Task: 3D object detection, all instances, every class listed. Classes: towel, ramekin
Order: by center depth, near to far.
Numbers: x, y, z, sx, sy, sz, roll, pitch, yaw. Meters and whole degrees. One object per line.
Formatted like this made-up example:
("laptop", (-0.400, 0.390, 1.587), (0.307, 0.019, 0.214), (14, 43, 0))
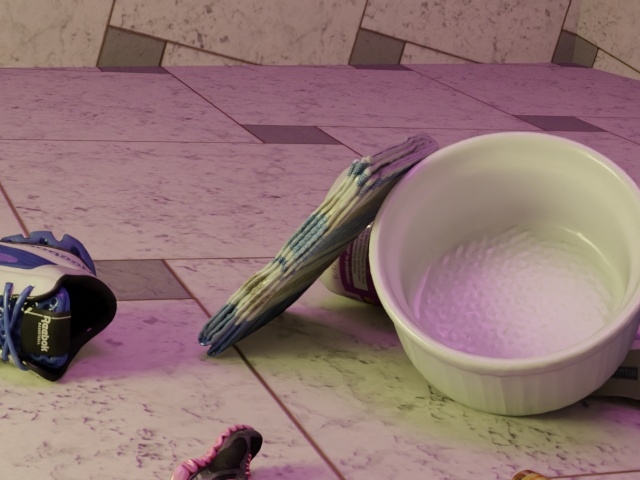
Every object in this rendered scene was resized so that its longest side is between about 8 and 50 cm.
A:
("ramekin", (0.193, 0.038, 1.397), (0.277, 0.135, 0.277), (-4, 55, 6))
("towel", (0.000, 0.000, 1.475), (0.034, 0.285, 0.209), (47, 25, 8))

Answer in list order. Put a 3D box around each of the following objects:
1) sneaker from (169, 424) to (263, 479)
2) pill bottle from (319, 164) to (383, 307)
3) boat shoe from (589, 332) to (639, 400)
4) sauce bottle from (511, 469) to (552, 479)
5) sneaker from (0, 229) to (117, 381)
("sneaker", (-0.075, 0.193, 1.154), (0.057, 0.047, 0.119), (20, 28, 23))
("pill bottle", (0.158, 0.016, 1.612), (0.302, 0.169, 0.169), (15, 18, 28))
("boat shoe", (0.336, 0.126, 1.453), (0.228, 0.079, 0.081), (7, 20, 14))
("sauce bottle", (0.205, 0.226, 1.130), (0.042, 0.042, 0.128), (-7, 19, -38))
("sneaker", (-0.333, 0.058, 1.368), (0.316, 0.127, 0.182), (-3, 16, -34))
